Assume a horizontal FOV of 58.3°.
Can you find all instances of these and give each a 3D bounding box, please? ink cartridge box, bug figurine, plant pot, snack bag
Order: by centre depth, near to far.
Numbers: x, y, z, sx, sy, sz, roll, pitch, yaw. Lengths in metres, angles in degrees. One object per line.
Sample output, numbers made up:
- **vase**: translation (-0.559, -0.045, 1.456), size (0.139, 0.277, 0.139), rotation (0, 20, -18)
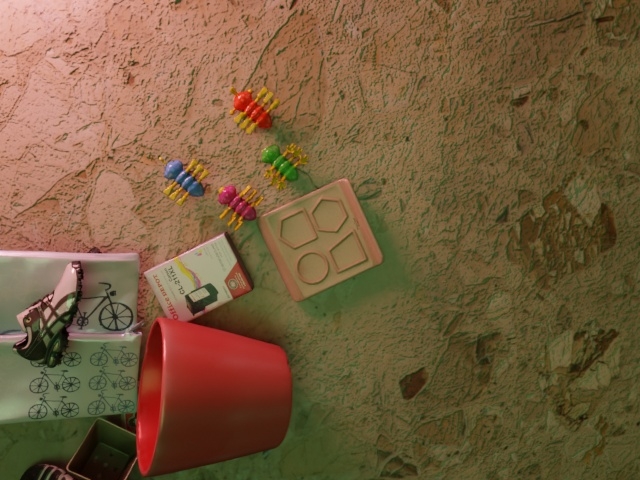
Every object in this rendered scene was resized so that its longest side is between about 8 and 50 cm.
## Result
- **plant pot**: translation (-0.196, 0.287, 1.067), size (0.243, 0.275, 0.275), rotation (7, 95, -23)
- **snack bag**: translation (-0.497, 0.178, 1.074), size (0.323, 0.037, 0.342), rotation (3, 101, -23)
- **bug figurine**: translation (-0.164, -0.153, 1.125), size (0.279, 0.072, 0.216), rotation (-45, 102, -3)
- **plant pot**: translation (-0.424, 0.435, 1.139), size (0.109, 0.096, 0.109), rotation (27, 52, -4)
- **ink cartridge box**: translation (-0.238, 0.078, 1.140), size (0.175, 0.072, 0.127), rotation (-26, 96, -1)

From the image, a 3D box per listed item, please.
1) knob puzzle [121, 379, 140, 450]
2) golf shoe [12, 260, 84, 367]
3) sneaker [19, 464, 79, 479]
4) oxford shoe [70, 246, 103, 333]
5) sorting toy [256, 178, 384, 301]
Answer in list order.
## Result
- **knob puzzle**: translation (-0.326, 0.366, 1.183), size (0.213, 0.030, 0.213), rotation (0, 96, -3)
- **golf shoe**: translation (-0.479, 0.125, 1.011), size (0.094, 0.077, 0.198), rotation (18, 91, -23)
- **sneaker**: translation (-0.472, 0.544, 1.159), size (0.281, 0.162, 0.106), rotation (10, 64, 27)
- **oxford shoe**: translation (-0.465, 0.124, 1.139), size (0.096, 0.083, 0.227), rotation (20, 94, -24)
- **sorting toy**: translation (0.000, 0.000, 1.168), size (0.208, 0.038, 0.193), rotation (-25, 96, 4)
